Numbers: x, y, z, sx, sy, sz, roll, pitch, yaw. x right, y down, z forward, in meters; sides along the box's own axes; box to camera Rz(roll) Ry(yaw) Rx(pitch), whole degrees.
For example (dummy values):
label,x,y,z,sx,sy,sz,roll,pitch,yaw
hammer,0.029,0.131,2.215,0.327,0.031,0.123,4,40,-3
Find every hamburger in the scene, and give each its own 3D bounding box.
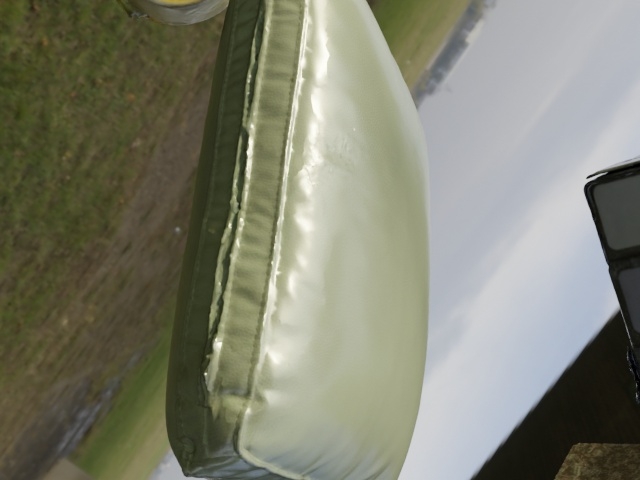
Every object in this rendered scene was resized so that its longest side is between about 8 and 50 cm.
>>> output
label,x,y,z,sx,sy,sz,roll,pitch,yaw
hamburger,-0.133,-0.253,0.774,0.141,0.126,0.081,-14,-176,-7

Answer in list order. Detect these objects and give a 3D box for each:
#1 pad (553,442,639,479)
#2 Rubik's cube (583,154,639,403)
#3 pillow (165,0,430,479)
label,x,y,z,sx,sy,sz,roll,pitch,yaw
pad,0.267,0.191,0.632,0.235,0.003,0.158,-11,-163,39
Rubik's cube,0.601,0.014,1.127,0.359,0.362,0.363,-19,-178,44
pillow,0.000,0.000,0.556,0.255,0.120,0.322,45,45,-60
